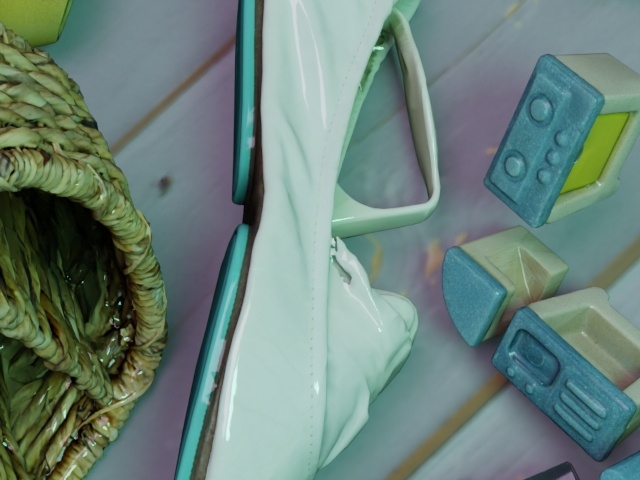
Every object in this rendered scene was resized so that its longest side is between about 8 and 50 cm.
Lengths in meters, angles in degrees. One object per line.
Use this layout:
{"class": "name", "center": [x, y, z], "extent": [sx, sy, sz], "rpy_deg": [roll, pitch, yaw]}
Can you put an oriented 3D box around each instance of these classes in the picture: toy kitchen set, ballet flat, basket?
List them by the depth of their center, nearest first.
{"class": "toy kitchen set", "center": [0.150, 0.033, 0.742], "extent": [0.122, 0.166, 0.207], "rpy_deg": [-18, 50, -43]}
{"class": "basket", "center": [-0.183, 0.045, 0.766], "extent": [0.213, 0.299, 0.223], "rpy_deg": [-24, 65, 1]}
{"class": "ballet flat", "center": [0.000, 0.000, 0.845], "extent": [0.139, 0.139, 0.400], "rpy_deg": [2, 70, 13]}

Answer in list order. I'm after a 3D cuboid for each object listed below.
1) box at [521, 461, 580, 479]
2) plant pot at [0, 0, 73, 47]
{"class": "box", "center": [0.089, 0.253, 0.760], "extent": [0.183, 0.059, 0.232], "rpy_deg": [-24, 68, 3]}
{"class": "plant pot", "center": [-0.200, -0.171, 0.950], "extent": [0.095, 0.134, 0.134], "rpy_deg": [18, 74, -8]}
